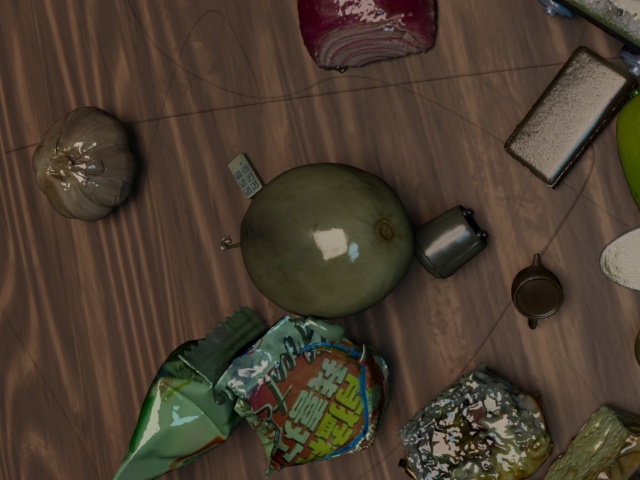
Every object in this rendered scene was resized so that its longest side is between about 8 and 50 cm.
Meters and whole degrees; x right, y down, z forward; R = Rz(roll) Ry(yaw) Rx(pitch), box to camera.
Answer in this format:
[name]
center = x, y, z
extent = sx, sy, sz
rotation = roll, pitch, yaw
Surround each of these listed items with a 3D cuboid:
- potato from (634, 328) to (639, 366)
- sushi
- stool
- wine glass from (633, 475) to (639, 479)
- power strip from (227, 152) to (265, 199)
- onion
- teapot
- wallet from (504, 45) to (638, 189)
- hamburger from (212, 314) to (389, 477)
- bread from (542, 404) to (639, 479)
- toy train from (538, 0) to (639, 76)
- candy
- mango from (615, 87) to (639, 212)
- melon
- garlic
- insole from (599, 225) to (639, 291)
[potato]
center = 0.527, 0.155, 1.135
extent = 0.176, 0.137, 0.137
rotation = 30, 104, 39
[sushi]
center = 0.225, 0.314, 1.278
extent = 0.274, 0.139, 0.184
rotation = -39, 72, 15
[stool]
center = 0.204, 0.001, 1.315
extent = 0.110, 0.096, 0.096
rotation = -36, 75, 17
[wine glass]
center = 0.495, 0.414, 1.182
extent = 0.155, 0.072, 0.072
rotation = 41, 107, 20
[power strip]
center = -0.137, -0.119, 1.529
extent = 0.040, 0.016, 0.090
rotation = -38, 74, 22
[onion]
center = 0.056, -0.420, 1.382
extent = 0.250, 0.111, 0.248
rotation = -7, 88, 28
[teapot]
center = 0.329, 0.081, 1.271
extent = 0.076, 0.068, 0.121
rotation = 1, 113, 6
[wallet]
center = 0.377, -0.187, 1.262
extent = 0.110, 0.031, 0.198
rotation = 41, 108, 21
[hamburger]
center = -0.027, 0.228, 1.351
extent = 0.260, 0.150, 0.276
rotation = -30, 112, -3
[bread]
center = 0.394, 0.347, 1.214
extent = 0.088, 0.128, 0.232
rotation = 32, 105, -12
[toy train]
center = 0.403, -0.341, 1.153
extent = 0.299, 0.202, 0.131
rotation = 40, 106, 22
[candy]
center = -0.253, 0.318, 1.452
extent = 0.172, 0.263, 0.398
rotation = 46, 109, 8
[mango]
center = 0.528, -0.067, 1.119
extent = 0.192, 0.156, 0.343
rotation = -23, 82, 30
[melon]
center = 0.009, 0.002, 1.317
extent = 0.272, 0.271, 0.308
rotation = -67, 28, 11
[garlic]
center = -0.466, -0.148, 1.620
extent = 0.227, 0.152, 0.228
rotation = 1, 92, 32
[insole]
center = 0.565, 0.018, 1.182
extent = 0.322, 0.007, 0.109
rotation = -4, 89, 27
